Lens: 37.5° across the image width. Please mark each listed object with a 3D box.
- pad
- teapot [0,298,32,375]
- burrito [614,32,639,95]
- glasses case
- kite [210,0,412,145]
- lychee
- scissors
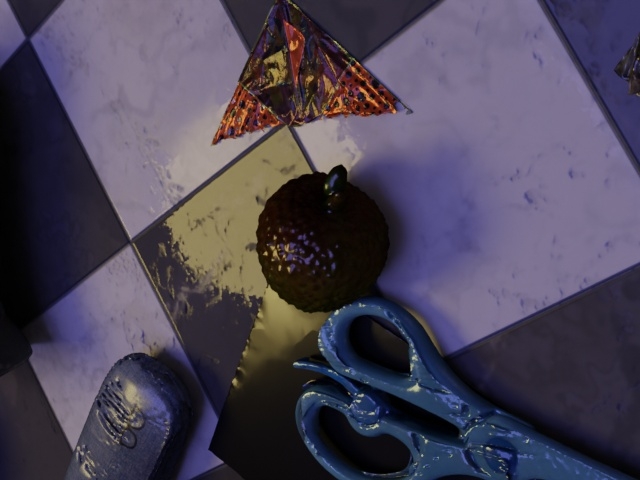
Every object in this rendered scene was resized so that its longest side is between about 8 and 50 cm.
[{"bbox_3d":[0.060,0.206,0.852,0.367,0.007,0.247,33,119,25],"label":"pad"},{"bbox_3d":[-0.475,-0.005,1.055,0.300,0.253,0.344,-168,62,-68],"label":"teapot"},{"bbox_3d":[0.273,-0.130,0.592,0.188,0.045,0.058,-14,68,39],"label":"burrito"},{"bbox_3d":[-0.214,0.242,1.018,0.109,0.067,0.282,40,120,24],"label":"glasses case"},{"bbox_3d":[-0.026,-0.156,0.823,0.222,0.008,0.125,-5,96,36],"label":"kite"},{"bbox_3d":[0.000,0.000,0.778,0.114,0.114,0.146,42,142,20],"label":"lychee"},{"bbox_3d":[0.135,0.171,0.764,0.393,0.032,0.180,20,113,30],"label":"scissors"}]
